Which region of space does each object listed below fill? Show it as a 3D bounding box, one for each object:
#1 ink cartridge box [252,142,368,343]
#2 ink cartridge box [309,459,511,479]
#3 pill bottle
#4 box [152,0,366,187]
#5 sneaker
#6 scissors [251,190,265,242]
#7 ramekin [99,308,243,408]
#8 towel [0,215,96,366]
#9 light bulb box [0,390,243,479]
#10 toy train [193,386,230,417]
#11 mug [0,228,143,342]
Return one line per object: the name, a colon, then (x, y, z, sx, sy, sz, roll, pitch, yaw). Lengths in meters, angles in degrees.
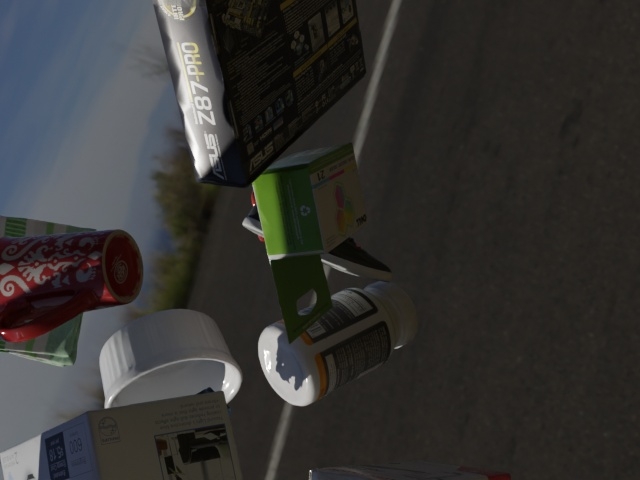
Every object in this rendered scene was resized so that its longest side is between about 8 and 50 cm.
ink cartridge box: (0.000, 0.000, 1.631, 0.189, 0.097, 0.255, -35, -65, -64)
ink cartridge box: (0.146, 0.432, 1.796, 0.207, 0.283, 0.117, -1, 84, 45)
pill bottle: (0.037, 0.182, 2.042, 0.278, 0.162, 0.162, -23, -24, -34)
box: (-0.071, -0.302, 1.549, 0.395, 0.097, 0.318, -49, -41, -47)
sneaker: (0.018, -0.032, 2.041, 0.104, 0.296, 0.146, 115, 180, -85)
scissors: (-0.074, -0.041, 2.213, 0.297, 0.021, 0.108, 14, -112, -70)
ramekin: (-0.306, 0.257, 2.201, 0.277, 0.277, 0.135, -63, 40, 43)
towel: (-0.568, 0.077, 1.903, 0.038, 0.325, 0.247, -133, 52, -82)
light bulb box: (-0.277, 0.440, 1.608, 0.358, 0.225, 0.360, -30, 70, 50)
toy train: (-0.240, 0.338, 1.921, 0.184, 0.080, 0.105, -28, -38, -31)
mug: (-0.312, 0.059, 1.347, 0.113, 0.169, 0.150, 41, -134, -60)
